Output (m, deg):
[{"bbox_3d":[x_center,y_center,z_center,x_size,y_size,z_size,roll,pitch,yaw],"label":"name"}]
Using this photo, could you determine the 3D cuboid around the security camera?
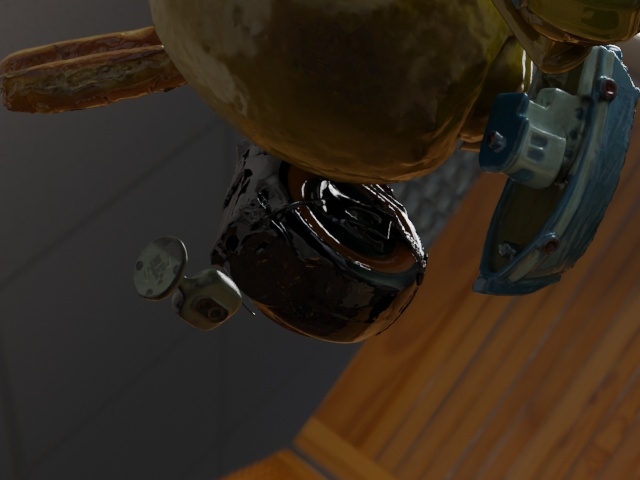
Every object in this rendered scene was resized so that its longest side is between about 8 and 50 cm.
[{"bbox_3d":[-0.100,0.040,1.079,0.092,0.058,0.058,34,-89,-43],"label":"security camera"}]

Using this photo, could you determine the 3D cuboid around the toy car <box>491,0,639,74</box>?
[{"bbox_3d":[0.190,-0.190,0.717,0.248,0.200,0.142,-26,-20,-5],"label":"toy car"}]

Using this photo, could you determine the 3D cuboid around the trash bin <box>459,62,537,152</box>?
[{"bbox_3d":[0.111,-0.223,1.413,0.220,0.250,0.219,-44,-34,-67],"label":"trash bin"}]

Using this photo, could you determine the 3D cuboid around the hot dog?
[{"bbox_3d":[-0.262,-0.207,1.646,0.115,0.269,0.072,-104,6,-64],"label":"hot dog"}]

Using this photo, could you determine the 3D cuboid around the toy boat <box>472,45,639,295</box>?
[{"bbox_3d":[0.157,-0.060,1.011,0.102,0.088,0.215,21,-95,-26],"label":"toy boat"}]

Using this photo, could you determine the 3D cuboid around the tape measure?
[{"bbox_3d":[0.000,0.000,1.375,0.135,0.223,0.202,-54,15,32],"label":"tape measure"}]

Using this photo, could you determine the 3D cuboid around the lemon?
[{"bbox_3d":[0.012,-0.191,1.097,0.285,0.316,0.285,-30,-39,-28],"label":"lemon"}]
